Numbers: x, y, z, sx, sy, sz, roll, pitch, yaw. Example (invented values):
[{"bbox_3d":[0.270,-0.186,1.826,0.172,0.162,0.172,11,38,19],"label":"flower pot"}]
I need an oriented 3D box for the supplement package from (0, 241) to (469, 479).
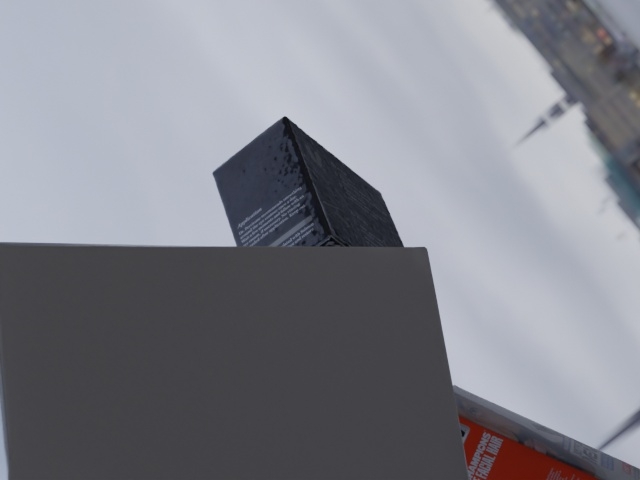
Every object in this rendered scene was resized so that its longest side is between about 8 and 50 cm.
[{"bbox_3d":[-0.079,0.137,0.761,0.198,0.262,0.199,1,-111,-26],"label":"supplement package"}]

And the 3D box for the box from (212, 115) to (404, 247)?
[{"bbox_3d":[0.000,0.000,1.510,0.156,0.093,0.158,37,-156,-43],"label":"box"}]

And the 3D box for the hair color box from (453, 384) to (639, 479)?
[{"bbox_3d":[0.166,0.176,1.321,0.167,0.053,0.093,23,-170,6],"label":"hair color box"}]
